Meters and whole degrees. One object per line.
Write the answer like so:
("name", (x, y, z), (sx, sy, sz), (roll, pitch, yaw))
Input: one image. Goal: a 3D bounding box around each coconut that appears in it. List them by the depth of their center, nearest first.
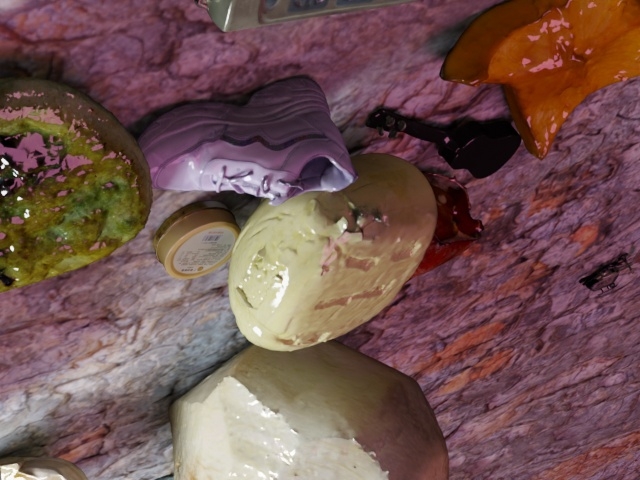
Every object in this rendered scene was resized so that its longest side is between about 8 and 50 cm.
("coconut", (-0.039, 0.319, 1.887), (0.415, 0.415, 0.344), (-38, 160, 10))

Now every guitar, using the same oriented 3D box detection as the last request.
("guitar", (0.156, -0.128, 1.723), (0.271, 0.038, 0.084), (7, 130, -48))

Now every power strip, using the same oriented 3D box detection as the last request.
("power strip", (0.011, -0.266, 1.379), (0.286, 0.048, 0.080), (-14, 146, -32))

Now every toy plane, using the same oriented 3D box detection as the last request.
("toy plane", (0.492, 0.056, 2.320), (0.120, 0.031, 0.049), (-25, 141, -7))

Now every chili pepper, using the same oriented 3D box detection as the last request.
("chili pepper", (0.098, 0.016, 1.834), (0.252, 0.136, 0.144), (-43, -165, 38))

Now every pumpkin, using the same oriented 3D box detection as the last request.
("pumpkin", (0.296, -0.229, 1.651), (0.258, 0.095, 0.290), (-37, 146, 13))

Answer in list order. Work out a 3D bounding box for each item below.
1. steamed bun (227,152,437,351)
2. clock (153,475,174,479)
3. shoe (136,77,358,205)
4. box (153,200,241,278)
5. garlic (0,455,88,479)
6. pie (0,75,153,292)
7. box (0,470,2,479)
("steamed bun", (0.000, 0.000, 1.623), (0.232, 0.166, 0.273), (-16, 149, -37))
("clock", (-0.210, 0.456, 2.055), (0.226, 0.226, 0.049), (-18, 141, -24))
("shoe", (-0.080, -0.085, 1.466), (0.245, 0.137, 0.095), (-18, 143, -23))
("box", (-0.146, 0.000, 1.629), (0.105, 0.037, 0.105), (-23, 148, -16))
("garlic", (-0.399, 0.369, 1.822), (0.229, 0.178, 0.143), (-15, -177, 8))
("pie", (-0.317, -0.040, 1.346), (0.323, 0.070, 0.323), (-16, 145, -12))
("box", (-0.474, 0.244, 1.549), (0.220, 0.166, 0.290), (-18, 147, -23))
